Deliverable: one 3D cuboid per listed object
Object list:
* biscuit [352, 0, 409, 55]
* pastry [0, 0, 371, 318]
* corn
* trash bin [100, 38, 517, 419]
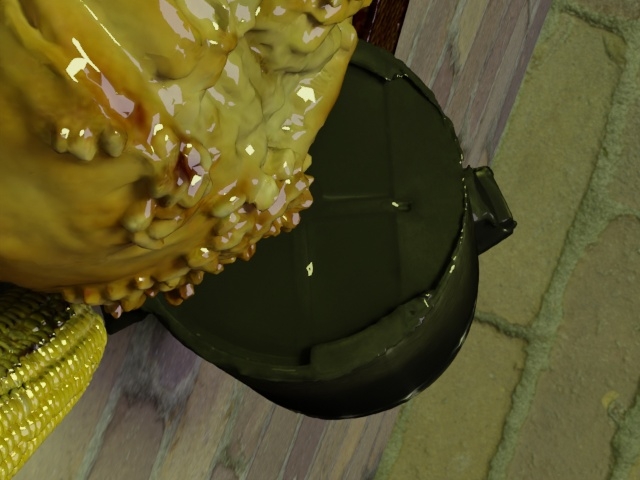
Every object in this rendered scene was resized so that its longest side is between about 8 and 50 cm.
[{"bbox_3d":[0.033,-0.222,1.157,0.107,0.073,0.388,-44,151,-63],"label":"biscuit"},{"bbox_3d":[-0.055,-0.114,0.695,0.255,0.162,0.311,70,42,-76],"label":"pastry"},{"bbox_3d":[-0.159,0.078,0.751,0.203,0.072,0.072,-54,160,-60],"label":"corn"},{"bbox_3d":[0.000,0.000,0.995,0.301,0.252,0.203,57,11,-78],"label":"trash bin"}]
